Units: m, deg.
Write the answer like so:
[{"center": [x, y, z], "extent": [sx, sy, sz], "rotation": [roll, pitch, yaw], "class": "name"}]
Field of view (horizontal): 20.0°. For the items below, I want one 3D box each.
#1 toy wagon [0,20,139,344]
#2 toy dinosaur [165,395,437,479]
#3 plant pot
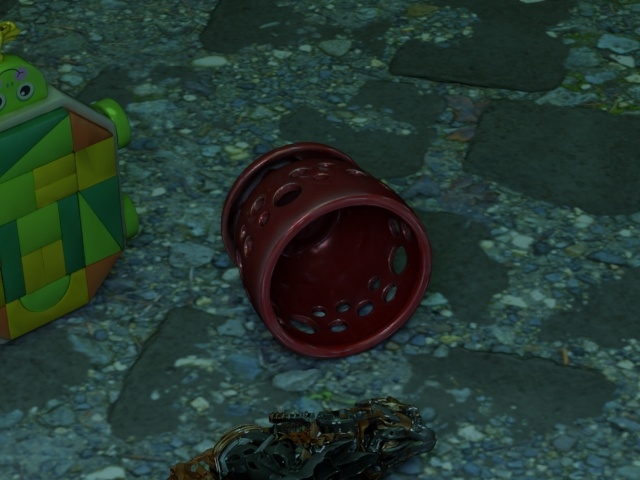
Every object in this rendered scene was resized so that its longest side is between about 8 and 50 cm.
[{"center": [-0.309, -0.055, 1.840], "extent": [0.267, 0.344, 0.068], "rotation": [-27, 45, -30], "class": "toy wagon"}, {"center": [-0.038, 0.232, 1.649], "extent": [0.322, 0.164, 0.218], "rotation": [-34, 29, -11], "class": "toy dinosaur"}, {"center": [0.000, 0.000, 1.889], "extent": [0.191, 0.191, 0.174], "rotation": [-12, 32, -14], "class": "plant pot"}]
